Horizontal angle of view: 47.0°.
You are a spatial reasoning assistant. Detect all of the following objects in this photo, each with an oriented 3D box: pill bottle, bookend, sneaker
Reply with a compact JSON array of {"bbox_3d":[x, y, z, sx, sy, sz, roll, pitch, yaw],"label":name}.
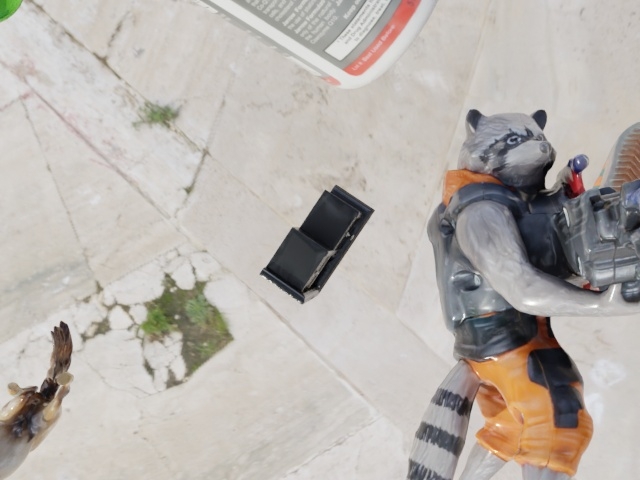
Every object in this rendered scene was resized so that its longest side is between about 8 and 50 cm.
[{"bbox_3d":[-0.063,-0.328,0.753,0.363,0.210,0.210,26,81,-27],"label":"pill bottle"},{"bbox_3d":[0.000,0.000,1.030,0.072,0.156,0.157,34,94,6],"label":"bookend"},{"bbox_3d":[0.384,-0.042,0.945,0.108,0.121,0.302,36,56,11],"label":"sneaker"}]

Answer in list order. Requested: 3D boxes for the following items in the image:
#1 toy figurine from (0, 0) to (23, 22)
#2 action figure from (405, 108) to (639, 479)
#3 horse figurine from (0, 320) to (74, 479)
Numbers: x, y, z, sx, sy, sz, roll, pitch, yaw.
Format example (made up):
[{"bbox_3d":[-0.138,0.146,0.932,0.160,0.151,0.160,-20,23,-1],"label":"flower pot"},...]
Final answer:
[{"bbox_3d":[-0.337,-0.237,0.581,0.159,0.173,0.130,19,79,49],"label":"toy figurine"},{"bbox_3d":[0.137,0.053,0.523,0.179,0.341,0.330,0,76,9],"label":"action figure"},{"bbox_3d":[-0.339,0.211,0.771,0.066,0.174,0.263,38,58,-2],"label":"horse figurine"}]
